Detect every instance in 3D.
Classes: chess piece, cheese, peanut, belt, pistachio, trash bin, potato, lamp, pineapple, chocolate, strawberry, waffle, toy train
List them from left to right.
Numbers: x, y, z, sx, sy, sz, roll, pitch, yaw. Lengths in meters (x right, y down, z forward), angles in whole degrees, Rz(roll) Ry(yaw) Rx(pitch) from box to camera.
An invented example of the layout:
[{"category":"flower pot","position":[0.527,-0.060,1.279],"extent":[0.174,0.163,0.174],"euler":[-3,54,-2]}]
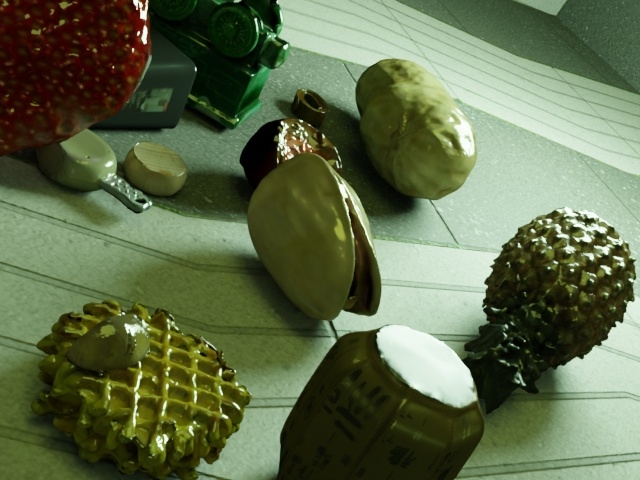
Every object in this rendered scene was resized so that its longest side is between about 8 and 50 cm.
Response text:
[{"category":"strawberry","position":[-0.368,-0.244,1.031],"extent":[0.351,0.312,0.267],"euler":[16,6,-12]},{"category":"cheese","position":[-0.283,-0.087,1.112],"extent":[0.092,0.048,0.171],"euler":[-10,47,-49]},{"category":"trash bin","position":[-0.317,-0.237,1.260],"extent":[0.165,0.115,0.225],"euler":[44,32,26]},{"category":"potato","position":[-0.172,0.087,0.790],"extent":[0.037,0.036,0.093],"euler":[36,25,19]},{"category":"waffle","position":[-0.163,0.135,0.839],"extent":[0.193,0.070,0.197],"euler":[36,26,12]},{"category":"chess piece","position":[-0.217,-0.094,1.198],"extent":[0.083,0.038,0.084],"euler":[25,28,-14]},{"category":"toy train","position":[-0.181,-0.325,1.436],"extent":[0.266,0.202,0.145],"euler":[31,28,3]},{"category":"chocolate","position":[-0.038,-0.107,1.302],"extent":[0.133,0.124,0.127],"euler":[40,6,-22]},{"category":"belt","position":[-0.021,-0.238,1.623],"extent":[0.059,0.036,0.083],"euler":[5,35,-27]},{"category":"pistachio","position":[0.000,0.000,1.127],"extent":[0.157,0.157,0.230],"euler":[3,50,-41]},{"category":"lamp","position":[0.052,0.179,0.839],"extent":[0.161,0.185,0.161],"euler":[25,27,-14]},{"category":"peanut","position":[0.152,-0.202,1.593],"extent":[0.192,0.170,0.387],"euler":[14,27,-18]},{"category":"pineapple","position":[0.286,0.093,1.217],"extent":[0.202,0.202,0.362],"euler":[39,39,17]}]
